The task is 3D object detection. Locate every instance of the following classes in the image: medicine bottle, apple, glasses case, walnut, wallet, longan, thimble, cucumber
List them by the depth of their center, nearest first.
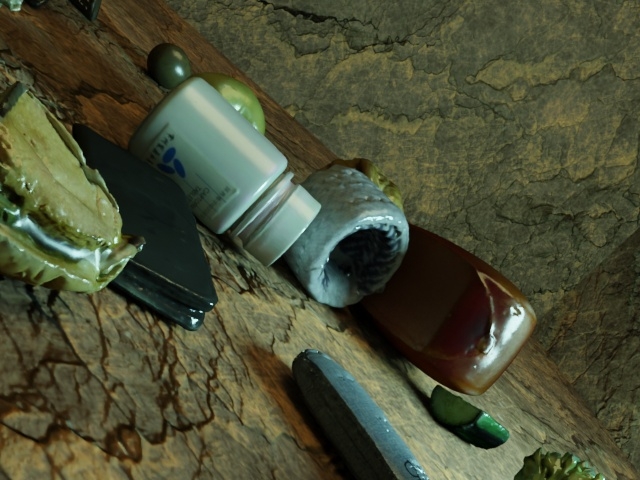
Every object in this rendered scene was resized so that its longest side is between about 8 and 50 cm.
[{"bbox_3d":[0.056,0.248,1.037,0.282,0.067,0.109,53,12,32],"label":"glasses case"},{"bbox_3d":[-0.233,-0.034,1.070,0.197,0.051,0.377,35,14,-30],"label":"wallet"},{"bbox_3d":[-0.147,-0.106,1.326,0.293,0.170,0.170,42,11,-5],"label":"medicine bottle"},{"bbox_3d":[0.261,0.322,1.492,0.115,0.062,0.116,36,-6,-34],"label":"cucumber"},{"bbox_3d":[-0.194,-0.210,1.496,0.200,0.200,0.200,42,11,-11],"label":"apple"},{"bbox_3d":[0.036,-0.006,1.496,0.157,0.217,0.245,54,-9,36],"label":"thimble"},{"bbox_3d":[0.073,-0.064,1.867,0.224,0.257,0.257,8,22,-12],"label":"walnut"},{"bbox_3d":[-0.339,-0.387,1.876,0.113,0.092,0.113,28,-36,22],"label":"longan"}]

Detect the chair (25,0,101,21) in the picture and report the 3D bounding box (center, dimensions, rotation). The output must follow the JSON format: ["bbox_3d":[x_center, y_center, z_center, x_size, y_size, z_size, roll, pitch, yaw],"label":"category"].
[{"bbox_3d":[-0.543,-0.565,1.614,0.203,0.416,0.240,44,56,0],"label":"chair"}]

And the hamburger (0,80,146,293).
[{"bbox_3d":[-0.271,-0.015,0.756,0.207,0.135,0.155,54,21,-32],"label":"hamburger"}]

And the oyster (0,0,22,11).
[{"bbox_3d":[-0.527,-0.387,1.173,0.238,0.115,0.351,30,11,-23],"label":"oyster"}]

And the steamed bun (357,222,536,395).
[{"bbox_3d":[0.241,0.136,1.588,0.248,0.235,0.379,34,2,-35],"label":"steamed bun"}]

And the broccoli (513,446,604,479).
[{"bbox_3d":[0.228,0.347,0.862,0.245,0.248,0.288,32,10,-30],"label":"broccoli"}]
